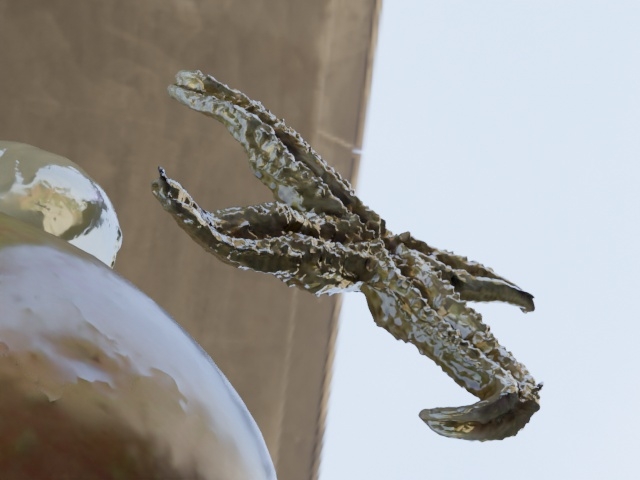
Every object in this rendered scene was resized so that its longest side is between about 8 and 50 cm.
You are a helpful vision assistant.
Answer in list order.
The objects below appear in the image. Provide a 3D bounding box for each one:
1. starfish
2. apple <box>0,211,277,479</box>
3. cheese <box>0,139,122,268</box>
[{"bbox_3d":[0.000,0.000,0.888,0.082,0.432,0.324,-56,-3,24],"label":"starfish"},{"bbox_3d":[-0.158,0.140,0.397,0.319,0.277,0.319,6,-90,-89],"label":"apple"},{"bbox_3d":[-0.223,0.067,0.701,0.233,0.127,0.266,-29,-50,-73],"label":"cheese"}]
